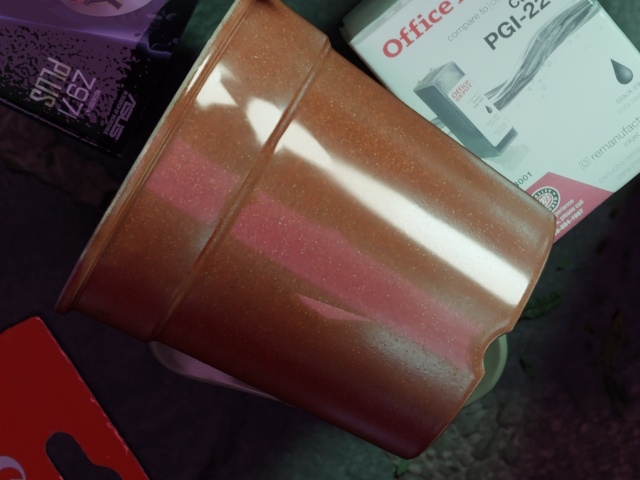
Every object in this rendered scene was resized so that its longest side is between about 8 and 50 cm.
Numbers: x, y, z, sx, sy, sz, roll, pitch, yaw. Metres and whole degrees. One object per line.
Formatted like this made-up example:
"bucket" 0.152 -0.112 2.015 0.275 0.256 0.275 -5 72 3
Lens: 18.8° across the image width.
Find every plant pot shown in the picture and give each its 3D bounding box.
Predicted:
"plant pot" 0.000 0.000 1.328 0.265 0.272 0.272 31 101 -4

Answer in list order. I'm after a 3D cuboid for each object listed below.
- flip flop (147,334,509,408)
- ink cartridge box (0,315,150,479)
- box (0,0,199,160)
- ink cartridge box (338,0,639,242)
"flip flop" 0.005 0.084 1.467 0.277 0.080 0.112 9 105 -6
"ink cartridge box" -0.304 0.283 1.498 0.385 0.091 0.308 -30 105 6
"box" -0.170 -0.173 1.386 0.147 0.077 0.180 26 102 -11
"ink cartridge box" 0.142 -0.122 1.414 0.158 0.092 0.218 -40 102 7
